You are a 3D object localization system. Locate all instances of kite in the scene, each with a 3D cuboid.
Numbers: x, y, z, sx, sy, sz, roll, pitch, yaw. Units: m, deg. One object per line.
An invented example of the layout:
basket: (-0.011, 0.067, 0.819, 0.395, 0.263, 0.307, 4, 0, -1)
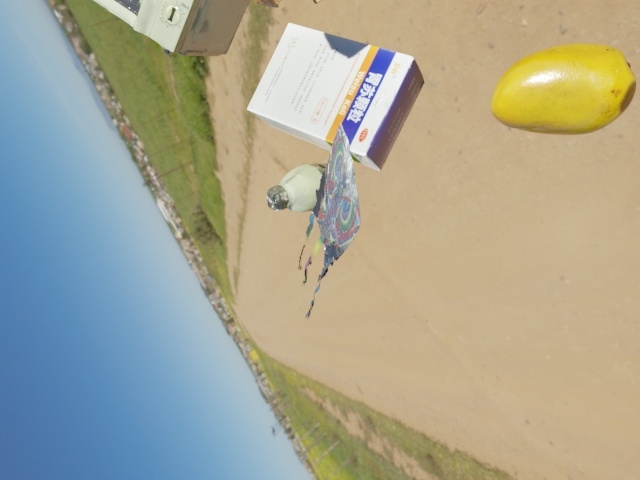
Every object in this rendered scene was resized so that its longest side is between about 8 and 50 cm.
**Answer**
kite: (0.000, 0.000, 0.607, 0.286, 0.015, 0.152, 109, 159, -51)

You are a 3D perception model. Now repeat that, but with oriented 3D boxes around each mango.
mango: (0.810, -0.501, 1.600, 0.232, 0.445, 0.300, -67, -30, -55)

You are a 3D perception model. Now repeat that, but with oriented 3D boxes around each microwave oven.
microwave oven: (-0.371, -0.579, 1.046, 0.354, 0.219, 0.286, 33, -156, 2)

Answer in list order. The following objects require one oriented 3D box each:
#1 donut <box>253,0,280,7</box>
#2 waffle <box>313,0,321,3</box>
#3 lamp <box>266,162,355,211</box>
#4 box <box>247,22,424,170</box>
donut: (-0.103, -0.486, 0.889, 0.108, 0.097, 0.043, 1, 80, 53)
waffle: (-0.041, -0.602, 1.032, 0.148, 0.042, 0.103, 42, -160, -50)
lamp: (-0.012, -0.115, 0.999, 0.101, 0.250, 0.101, 22, 123, 40)
box: (0.026, -0.291, 0.950, 0.299, 0.200, 0.106, 27, -178, 27)
